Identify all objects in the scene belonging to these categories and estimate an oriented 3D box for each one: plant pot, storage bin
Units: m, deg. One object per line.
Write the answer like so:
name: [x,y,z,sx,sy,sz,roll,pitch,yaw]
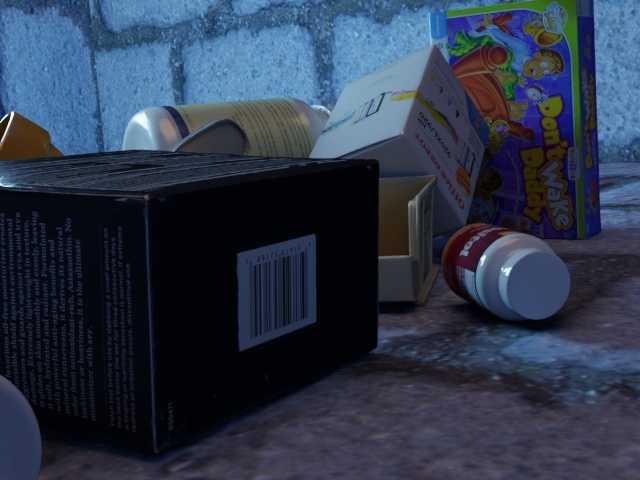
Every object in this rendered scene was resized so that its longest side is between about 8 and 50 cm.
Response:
plant pot: [-0.377,-0.038,1.282,0.188,0.205,0.205,30,-7,-25]
storage bin: [0.000,0.000,1.134,0.262,0.123,0.260,-2,8,12]

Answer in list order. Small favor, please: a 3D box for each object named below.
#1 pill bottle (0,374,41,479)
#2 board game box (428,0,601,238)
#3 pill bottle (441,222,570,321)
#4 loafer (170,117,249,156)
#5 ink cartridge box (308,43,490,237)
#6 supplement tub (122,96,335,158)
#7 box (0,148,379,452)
pill bottle: [-0.248,0.108,0.557,0.108,0.108,0.193,-11,10,-38]
board game box: [0.293,-0.180,1.449,0.233,0.347,0.078,1,10,34]
pill bottle: [0.183,0.032,0.949,0.086,0.086,0.152,-6,8,-13]
loafer: [-0.167,-0.053,1.208,0.111,0.112,0.319,-39,18,47]
ink cartridge box: [0.114,-0.125,1.357,0.168,0.171,0.233,-19,31,33]
supplement tub: [-0.117,-0.096,1.464,0.324,0.236,0.235,-8,9,-26]
box: [-0.146,0.024,0.800,0.293,0.183,0.296,7,12,33]
